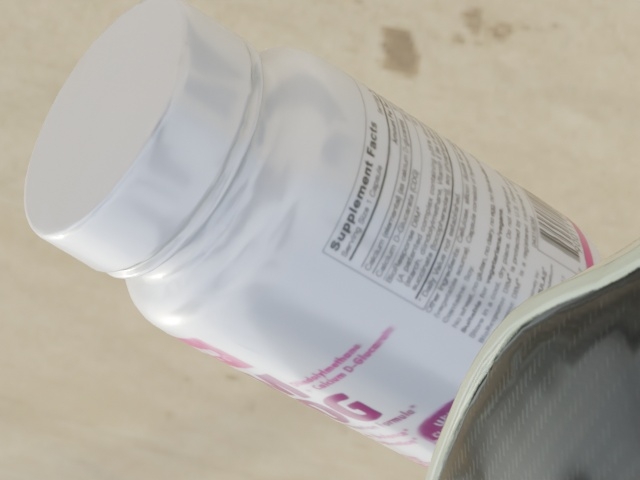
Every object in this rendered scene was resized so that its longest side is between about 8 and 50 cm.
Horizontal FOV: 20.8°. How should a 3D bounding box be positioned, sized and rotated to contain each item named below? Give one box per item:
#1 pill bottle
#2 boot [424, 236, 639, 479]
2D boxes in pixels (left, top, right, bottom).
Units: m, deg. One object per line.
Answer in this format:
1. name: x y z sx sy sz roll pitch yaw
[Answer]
1. pill bottle: 0.000 0.000 0.907 0.283 0.160 0.160 30 147 -29
2. boot: 0.136 0.023 0.352 0.176 0.088 0.244 -1 141 -36
